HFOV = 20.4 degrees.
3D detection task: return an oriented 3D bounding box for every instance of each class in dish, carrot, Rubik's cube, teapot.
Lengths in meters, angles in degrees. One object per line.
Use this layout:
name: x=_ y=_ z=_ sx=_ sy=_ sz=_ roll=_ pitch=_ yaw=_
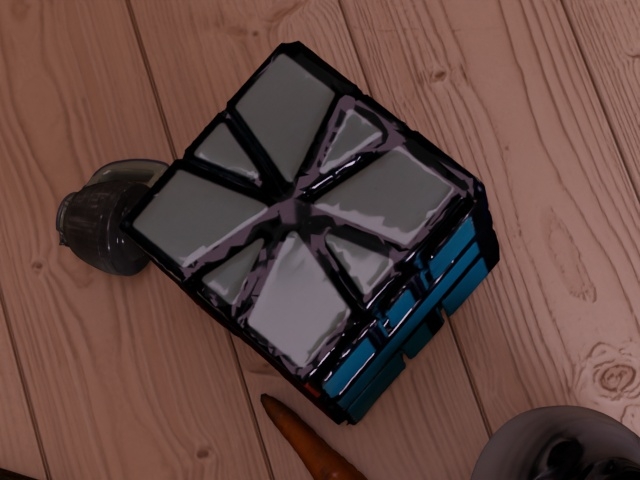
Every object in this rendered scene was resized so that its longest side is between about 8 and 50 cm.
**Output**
dish: x=0.291 y=0.291 z=1.800 sx=0.273 sy=0.134 sz=0.273 roll=12 pitch=68 yaw=-31
carrot: x=0.015 y=0.261 z=1.985 sx=0.061 sy=0.061 sz=0.256 roll=-37 pitch=64 yaw=-2
Rubik's cube: x=0.000 y=0.000 z=1.937 sx=0.293 sy=0.283 sz=0.288 roll=42 pitch=84 yaw=15
teapot: x=-0.251 y=-0.037 z=2.086 sx=0.108 sy=0.111 sz=0.149 roll=9 pitch=81 yaw=27

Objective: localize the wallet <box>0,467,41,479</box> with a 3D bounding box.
wallet: x=-0.402 y=0.318 z=2.046 sx=0.243 sy=0.039 sz=0.133 roll=16 pitch=77 yaw=14
